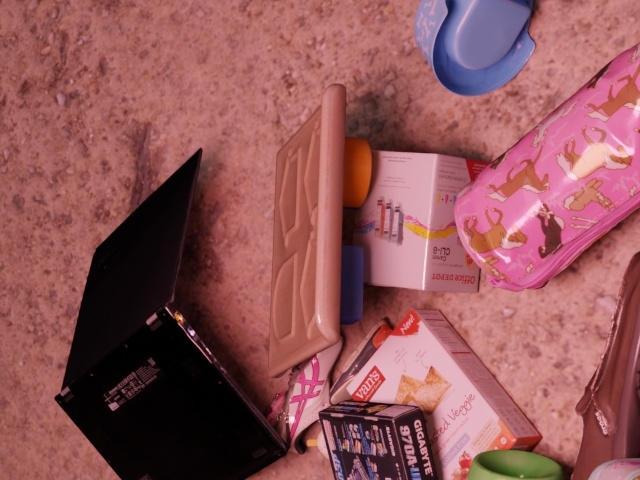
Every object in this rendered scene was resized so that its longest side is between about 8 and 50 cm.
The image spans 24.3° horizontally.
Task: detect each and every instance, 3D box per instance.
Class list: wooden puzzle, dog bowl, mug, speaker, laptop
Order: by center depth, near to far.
[{"bbox_3d":[0.224,0.410,1.792,0.131,0.131,0.297,13,104,40],"label":"speaker"},{"bbox_3d":[0.223,-0.326,1.852,0.074,0.166,0.297,47,116,44],"label":"dog bowl"},{"bbox_3d":[0.000,0.000,1.928,0.348,0.080,0.322,132,142,-72],"label":"wooden puzzle"},{"bbox_3d":[0.024,0.279,2.028,0.078,0.064,0.062,-45,61,28],"label":"mug"},{"bbox_3d":[-0.208,0.153,2.199,0.408,0.236,0.382,51,139,-1],"label":"laptop"}]

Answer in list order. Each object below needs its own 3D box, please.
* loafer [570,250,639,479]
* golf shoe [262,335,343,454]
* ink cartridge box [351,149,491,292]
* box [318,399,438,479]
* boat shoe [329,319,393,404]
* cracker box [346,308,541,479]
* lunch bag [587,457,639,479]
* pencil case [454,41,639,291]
[{"bbox_3d":[0.350,0.173,1.719,0.130,0.134,0.366,18,99,49],"label":"loafer"},{"bbox_3d":[-0.012,0.211,2.073,0.086,0.067,0.186,32,103,1],"label":"golf shoe"},{"bbox_3d":[0.129,-0.023,1.921,0.127,0.128,0.176,7,92,40],"label":"ink cartridge box"},{"bbox_3d":[0.086,0.321,1.912,0.175,0.051,0.220,-5,100,58],"label":"box"},{"bbox_3d":[0.055,0.168,2.021,0.137,0.049,0.043,-50,55,22],"label":"boat shoe"},{"bbox_3d":[0.155,0.222,1.921,0.156,0.067,0.232,-53,56,24],"label":"cracker box"},{"bbox_3d":[0.394,0.379,1.619,0.108,0.224,0.279,-179,92,-69],"label":"lunch bag"},{"bbox_3d":[0.332,-0.095,1.744,0.160,0.167,0.386,45,121,-9],"label":"pencil case"}]
